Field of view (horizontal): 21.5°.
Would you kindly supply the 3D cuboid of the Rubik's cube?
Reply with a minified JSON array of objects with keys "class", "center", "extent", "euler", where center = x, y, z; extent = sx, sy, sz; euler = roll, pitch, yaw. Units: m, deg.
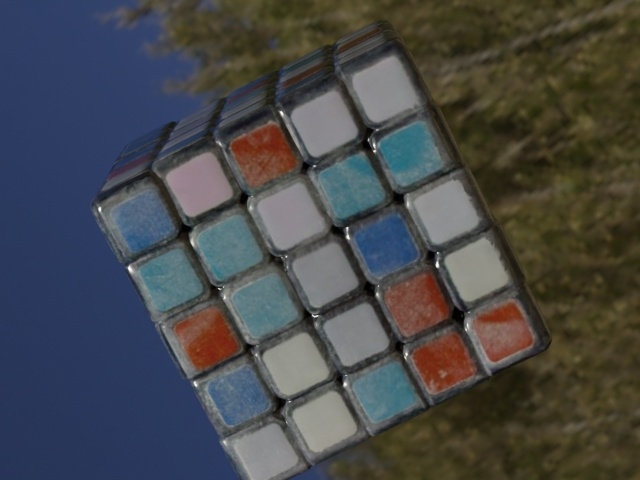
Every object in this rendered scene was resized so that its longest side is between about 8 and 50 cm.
[{"class":"Rubik's cube","center":[0.000,0.000,1.463],"extent":[0.292,0.287,0.293],"euler":[62,-175,-9]}]
